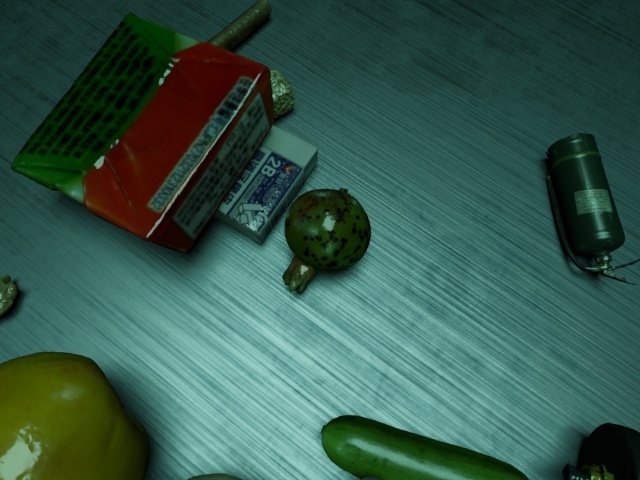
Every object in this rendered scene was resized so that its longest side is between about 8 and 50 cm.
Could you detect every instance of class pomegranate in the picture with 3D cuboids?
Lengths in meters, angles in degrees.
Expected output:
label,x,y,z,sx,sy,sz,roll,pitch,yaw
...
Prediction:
label,x,y,z,sx,sy,sz,roll,pitch,yaw
pomegranate,0.000,0.000,0.935,0.159,0.159,0.205,33,101,10

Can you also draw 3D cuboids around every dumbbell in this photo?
label,x,y,z,sx,sy,sz,roll,pitch,yaw
dumbbell,0.558,0.396,0.782,0.388,0.185,0.185,14,70,3

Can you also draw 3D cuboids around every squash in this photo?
label,x,y,z,sx,sy,sz,roll,pitch,yaw
squash,0.180,0.364,0.829,0.378,0.101,0.102,15,71,2

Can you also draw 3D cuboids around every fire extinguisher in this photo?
label,x,y,z,sx,sy,sz,roll,pitch,yaw
fire extinguisher,0.507,-0.050,0.991,0.118,0.093,0.295,-14,69,21

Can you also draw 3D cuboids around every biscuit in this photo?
label,x,y,z,sx,sy,sz,roll,pitch,yaw
biscuit,-0.134,-0.274,1.067,0.168,0.070,0.082,-34,64,-11

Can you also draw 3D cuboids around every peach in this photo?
label,x,y,z,sx,sy,sz,roll,pitch,yaw
peach,-0.401,0.323,0.722,0.289,0.289,0.308,42,56,13

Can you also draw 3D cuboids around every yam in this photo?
label,x,y,z,sx,sy,sz,roll,pitch,yaw
yam,-0.207,-0.429,1.134,0.046,0.046,0.264,39,74,12

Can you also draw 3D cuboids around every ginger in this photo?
label,x,y,z,sx,sy,sz,roll,pitch,yaw
ginger,-0.614,0.127,0.923,0.173,0.051,0.069,-29,70,-13

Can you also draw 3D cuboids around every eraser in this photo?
label,x,y,z,sx,sy,sz,roll,pitch,yaw
eraser,-0.109,-0.113,1.010,0.124,0.068,0.210,29,72,13

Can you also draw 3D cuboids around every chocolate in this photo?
label,x,y,z,sx,sy,sz,roll,pitch,yaw
chocolate,-0.298,-0.185,0.942,0.341,0.161,0.360,27,77,21

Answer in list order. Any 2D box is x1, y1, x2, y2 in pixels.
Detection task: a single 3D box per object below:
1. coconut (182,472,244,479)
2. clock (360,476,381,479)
label,x,y,z,sx,sy,sz,roll,pitch,yaw
coconut,-0.169,0.448,0.736,0.227,0.230,0.227,-12,64,25
clock,0.099,0.484,0.750,0.227,0.090,0.248,21,90,-6
